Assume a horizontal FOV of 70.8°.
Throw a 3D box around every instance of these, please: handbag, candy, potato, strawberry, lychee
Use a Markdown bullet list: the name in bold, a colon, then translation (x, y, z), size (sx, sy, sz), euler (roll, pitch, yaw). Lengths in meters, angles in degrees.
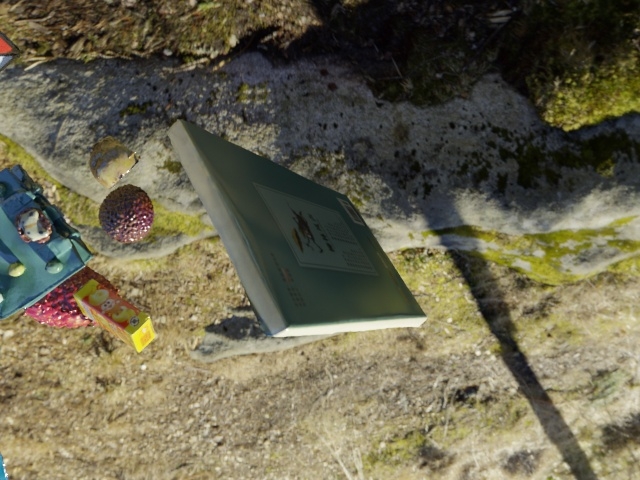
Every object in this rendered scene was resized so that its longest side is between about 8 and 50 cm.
- **handbag**: translation (-0.693, 0.011, 0.994), size (0.274, 0.100, 0.269), euler (-30, 100, 11)
- **candy**: translation (-0.721, 0.263, 1.583), size (0.275, 0.088, 0.146), euler (30, 143, 12)
- **potato**: translation (-0.466, -0.180, 0.978), size (0.101, 0.172, 0.089), euler (-51, 123, -7)
- **strawberry**: translation (-0.960, 0.229, 1.748), size (0.343, 0.292, 0.292), euler (22, 120, 3)
- **lychee**: translation (-0.641, -0.095, 1.511), size (0.187, 0.188, 0.188), euler (-4, 124, -6)

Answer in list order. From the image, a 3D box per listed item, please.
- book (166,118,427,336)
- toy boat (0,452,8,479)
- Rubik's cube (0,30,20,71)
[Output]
- **book**: translation (0.000, 0.000, 0.578), size (0.031, 0.264, 0.379), euler (-41, 153, 20)
- **toy boat**: translation (-0.657, 0.395, 0.853), size (0.095, 0.061, 0.300), euler (9, 112, 32)
- **Rubik's cube**: translation (-1.096, -0.598, 1.289), size (0.246, 0.250, 0.248), euler (41, 81, 3)
